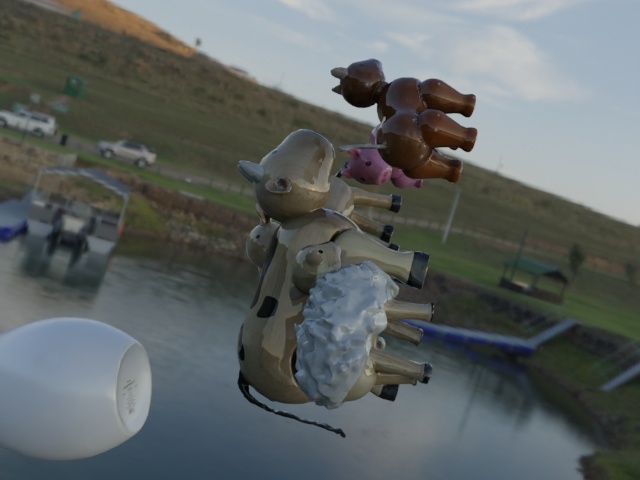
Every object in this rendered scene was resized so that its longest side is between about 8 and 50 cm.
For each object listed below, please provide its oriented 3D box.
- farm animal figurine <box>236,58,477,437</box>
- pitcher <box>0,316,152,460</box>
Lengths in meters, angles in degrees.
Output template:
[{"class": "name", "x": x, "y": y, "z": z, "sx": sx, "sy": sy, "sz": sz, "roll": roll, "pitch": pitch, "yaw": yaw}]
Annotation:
[{"class": "farm animal figurine", "x": 0.000, "y": 0.000, "z": 0.754, "sx": 0.172, "sy": 0.326, "sz": 0.330, "roll": 14, "pitch": -20, "yaw": -4}, {"class": "pitcher", "x": -0.259, "y": 0.128, "z": 0.789, "sx": 0.207, "sy": 0.125, "sz": 0.178, "roll": -2, "pitch": 9, "yaw": 11}]
